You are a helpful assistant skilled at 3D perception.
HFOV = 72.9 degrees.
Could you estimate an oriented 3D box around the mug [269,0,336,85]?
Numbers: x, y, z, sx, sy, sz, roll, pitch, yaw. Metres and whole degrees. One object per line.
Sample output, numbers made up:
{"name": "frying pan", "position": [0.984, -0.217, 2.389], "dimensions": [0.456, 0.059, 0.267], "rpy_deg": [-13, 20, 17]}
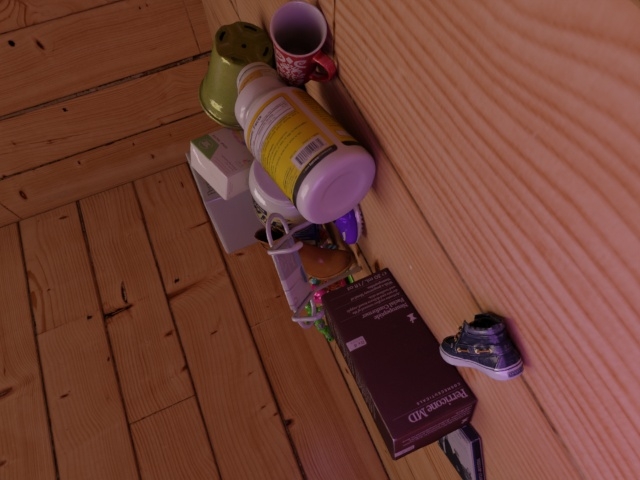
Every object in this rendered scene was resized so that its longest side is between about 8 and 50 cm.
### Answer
{"name": "mug", "position": [-0.044, -0.391, 0.924], "dimensions": [0.169, 0.113, 0.151], "rpy_deg": [155, 95, -84]}

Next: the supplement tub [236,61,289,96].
{"name": "supplement tub", "position": [-0.153, -0.405, 1.247], "dimensions": [0.144, 0.144, 0.200], "rpy_deg": [82, 162, -56]}

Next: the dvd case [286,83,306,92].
{"name": "dvd case", "position": [-0.075, -0.417, 1.295], "dimensions": [0.253, 0.022, 0.181], "rpy_deg": [-172, 60, -79]}

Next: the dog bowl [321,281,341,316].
{"name": "dog bowl", "position": [0.091, 0.320, 1.778], "dimensions": [0.349, 0.102, 0.349], "rpy_deg": [158, 90, -81]}

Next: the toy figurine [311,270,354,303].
{"name": "toy figurine", "position": [0.031, 0.171, 1.594], "dimensions": [0.173, 0.159, 0.130], "rpy_deg": [-161, 50, -78]}

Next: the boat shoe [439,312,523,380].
{"name": "boat shoe", "position": [0.242, 0.155, 0.689], "dimensions": [0.083, 0.065, 0.183], "rpy_deg": [70, 164, -2]}

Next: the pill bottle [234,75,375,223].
{"name": "pill bottle", "position": [-0.048, -0.210, 0.947], "dimensions": [0.334, 0.187, 0.188], "rpy_deg": [51, 164, 28]}

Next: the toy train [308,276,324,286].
{"name": "toy train", "position": [-0.001, 0.129, 1.684], "dimensions": [0.166, 0.046, 0.125], "rpy_deg": [-18, -52, -64]}

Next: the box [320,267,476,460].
{"name": "box", "position": [0.159, 0.264, 0.996], "dimensions": [0.143, 0.191, 0.382], "rpy_deg": [79, 165, -49]}

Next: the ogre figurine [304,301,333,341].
{"name": "ogre figurine", "position": [-0.014, 0.316, 1.762], "dimensions": [0.118, 0.096, 0.197], "rpy_deg": [61, -168, -59]}

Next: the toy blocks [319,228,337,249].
{"name": "toy blocks", "position": [0.019, 0.010, 1.624], "dimensions": [0.148, 0.054, 0.123], "rpy_deg": [135, 122, -68]}

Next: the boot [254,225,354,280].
{"name": "boot", "position": [-0.054, 0.026, 1.381], "dimensions": [0.283, 0.109, 0.220], "rpy_deg": [3, 149, 33]}

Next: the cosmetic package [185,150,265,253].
{"name": "cosmetic package", "position": [-0.285, -0.218, 1.788], "dimensions": [0.328, 0.393, 0.330], "rpy_deg": [81, 164, -52]}

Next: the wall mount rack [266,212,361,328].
{"name": "wall mount rack", "position": [-0.015, 0.061, 1.227], "dimensions": [0.304, 0.130, 0.351], "rpy_deg": [-46, -58, -57]}

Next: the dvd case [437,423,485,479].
{"name": "dvd case", "position": [0.325, 0.480, 1.036], "dimensions": [0.179, 0.029, 0.239], "rpy_deg": [-127, 19, -59]}

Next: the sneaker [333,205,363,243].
{"name": "sneaker", "position": [0.009, -0.113, 1.124], "dimensions": [0.102, 0.146, 0.294], "rpy_deg": [-135, 26, -68]}

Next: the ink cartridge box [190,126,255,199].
{"name": "ink cartridge box", "position": [-0.248, -0.310, 1.516], "dimensions": [0.207, 0.353, 0.119], "rpy_deg": [43, 145, 18]}

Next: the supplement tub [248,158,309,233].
{"name": "supplement tub", "position": [-0.101, -0.164, 1.357], "dimensions": [0.325, 0.235, 0.236], "rpy_deg": [109, 138, -76]}

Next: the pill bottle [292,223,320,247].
{"name": "pill bottle", "position": [-0.083, -0.069, 1.589], "dimensions": [0.153, 0.153, 0.265], "rpy_deg": [151, 114, -81]}

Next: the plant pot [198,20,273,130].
{"name": "plant pot", "position": [-0.259, -0.549, 1.415], "dimensions": [0.276, 0.275, 0.254], "rpy_deg": [66, 159, 14]}

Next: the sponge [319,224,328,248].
{"name": "sponge", "position": [0.000, 0.000, 1.779], "dimensions": [0.117, 0.031, 0.210], "rpy_deg": [-137, 26, -68]}
